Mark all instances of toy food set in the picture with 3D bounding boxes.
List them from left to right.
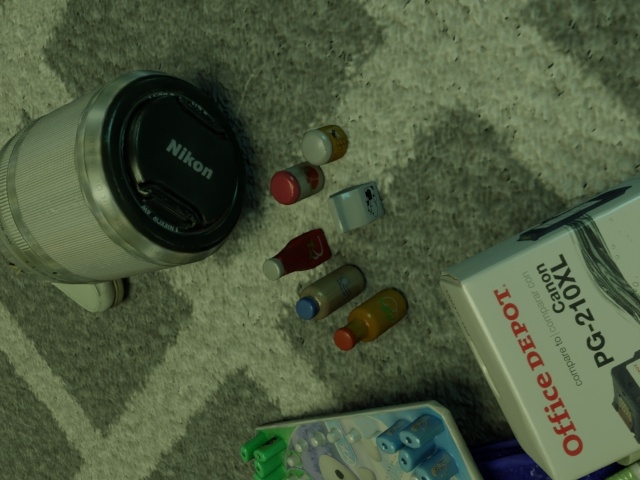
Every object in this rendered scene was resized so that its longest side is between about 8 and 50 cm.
[{"bbox_3d":[0.000,0.000,0.791,0.111,0.104,0.232,-10,101,38],"label":"toy food set"}]

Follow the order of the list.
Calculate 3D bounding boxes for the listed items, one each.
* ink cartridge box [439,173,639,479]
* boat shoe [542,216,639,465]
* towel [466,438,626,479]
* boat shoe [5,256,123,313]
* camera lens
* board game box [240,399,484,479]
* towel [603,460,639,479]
[{"bbox_3d":[0.238,0.053,0.564,0.237,0.100,0.172,-26,91,2],"label":"ink cartridge box"},{"bbox_3d":[0.261,0.081,0.658,0.081,0.069,0.227,152,101,-83],"label":"boat shoe"},{"bbox_3d":[0.253,0.348,0.760,0.228,0.076,0.308,-30,89,41],"label":"towel"},{"bbox_3d":[-0.428,0.010,1.112,0.302,0.103,0.113,39,126,18],"label":"boat shoe"},{"bbox_3d":[-0.243,-0.065,0.871,0.274,0.219,0.219,-12,100,39],"label":"camera lens"},{"bbox_3d":[0.084,0.391,0.859,0.390,0.050,0.390,-26,90,52],"label":"board game box"},{"bbox_3d":[0.321,0.251,0.666,0.152,0.023,0.113,-38,88,15],"label":"towel"}]
